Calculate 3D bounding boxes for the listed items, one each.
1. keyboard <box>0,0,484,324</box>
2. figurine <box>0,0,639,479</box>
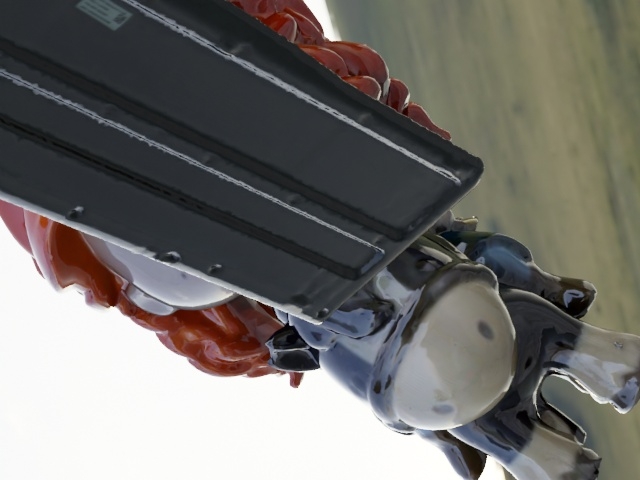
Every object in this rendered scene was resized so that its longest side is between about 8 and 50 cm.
[{"bbox_3d":[-0.084,-0.046,0.496,0.381,0.103,0.041,20,-147,-54],"label":"keyboard"},{"bbox_3d":[0.004,0.006,1.009,0.412,0.241,0.306,40,-158,30],"label":"figurine"}]
